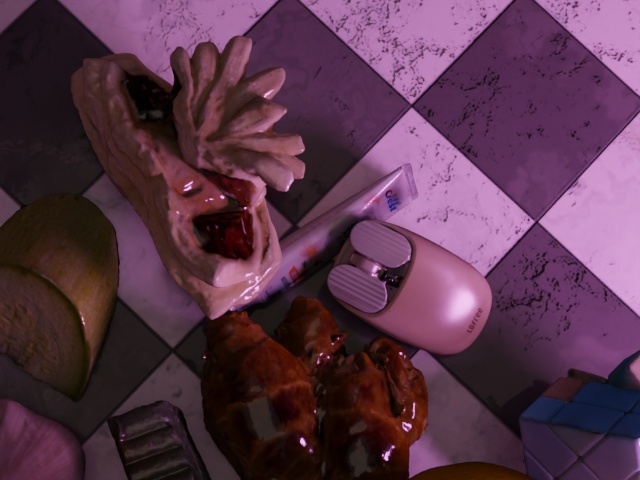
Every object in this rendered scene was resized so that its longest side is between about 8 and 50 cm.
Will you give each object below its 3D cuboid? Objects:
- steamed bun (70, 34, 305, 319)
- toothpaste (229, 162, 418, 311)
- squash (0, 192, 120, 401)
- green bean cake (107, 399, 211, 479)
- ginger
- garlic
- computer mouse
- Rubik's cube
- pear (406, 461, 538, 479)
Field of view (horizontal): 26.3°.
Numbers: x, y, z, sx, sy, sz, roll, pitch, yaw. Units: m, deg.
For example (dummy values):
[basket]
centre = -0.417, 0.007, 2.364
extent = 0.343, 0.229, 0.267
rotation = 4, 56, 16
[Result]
[steamed bun]
centre = -0.155, -0.126, 1.864
extent = 0.247, 0.189, 0.428
rotation = -21, 68, -23
[toothpaste]
centre = 0.000, 0.000, 1.935
extent = 0.323, 0.100, 0.066
rotation = -34, 60, -6
[squash]
centre = -0.371, 0.063, 1.925
extent = 0.237, 0.155, 0.204
rotation = 34, 116, 1
[green bean cake]
centre = -0.199, 0.306, 1.806
extent = 0.094, 0.181, 0.173
rotation = -23, 73, -5
[ginger]
centre = -0.012, 0.225, 1.856
extent = 0.357, 0.152, 0.274
rotation = 27, 79, -1
[garlic]
centre = -0.454, 0.351, 1.775
extent = 0.322, 0.241, 0.322
rotation = -5, 67, 12
[computer mouse]
centre = 0.128, 0.068, 1.911
extent = 0.236, 0.082, 0.145
rotation = 30, 90, -12
[Rubik's cube]
centre = 0.409, 0.272, 1.834
extent = 0.213, 0.265, 0.224
rotation = -31, 120, -45
[pear]
centre = 0.219, 0.377, 1.674
extent = 0.340, 0.386, 0.191
rotation = 30, 93, 35
